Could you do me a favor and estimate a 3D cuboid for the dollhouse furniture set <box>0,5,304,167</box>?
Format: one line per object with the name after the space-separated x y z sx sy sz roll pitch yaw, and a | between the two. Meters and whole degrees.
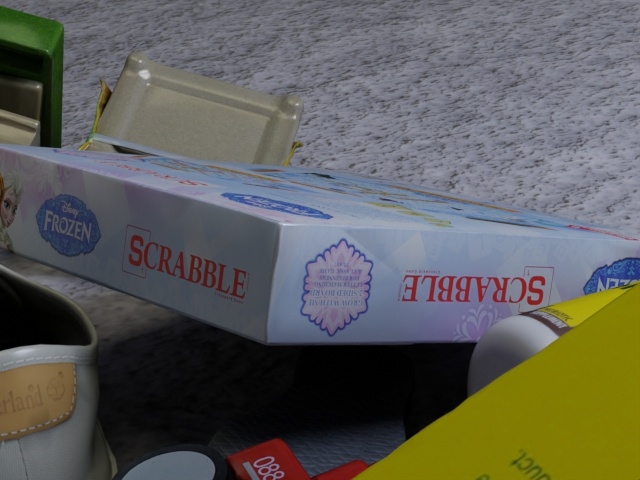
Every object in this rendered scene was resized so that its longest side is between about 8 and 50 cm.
-0.178 -0.042 1.282 0.301 0.151 0.197 16 45 1 | dollhouse furniture set

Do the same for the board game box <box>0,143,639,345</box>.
0.000 0.000 0.992 0.318 0.066 0.318 3 8 -39 | board game box

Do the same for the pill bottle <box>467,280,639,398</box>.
0.195 0.075 0.872 0.215 0.117 0.117 -13 24 -24 | pill bottle

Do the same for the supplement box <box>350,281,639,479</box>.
0.056 0.180 0.369 0.356 0.194 0.195 -33 27 -6 | supplement box

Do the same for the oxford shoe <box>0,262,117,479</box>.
-0.241 0.046 0.985 0.169 0.130 0.449 -14 24 -25 | oxford shoe

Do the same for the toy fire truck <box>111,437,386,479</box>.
0.062 0.161 0.681 0.246 0.158 0.217 -20 26 -13 | toy fire truck

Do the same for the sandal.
0.005 0.118 0.897 0.097 0.054 0.254 11 15 14 | sandal
